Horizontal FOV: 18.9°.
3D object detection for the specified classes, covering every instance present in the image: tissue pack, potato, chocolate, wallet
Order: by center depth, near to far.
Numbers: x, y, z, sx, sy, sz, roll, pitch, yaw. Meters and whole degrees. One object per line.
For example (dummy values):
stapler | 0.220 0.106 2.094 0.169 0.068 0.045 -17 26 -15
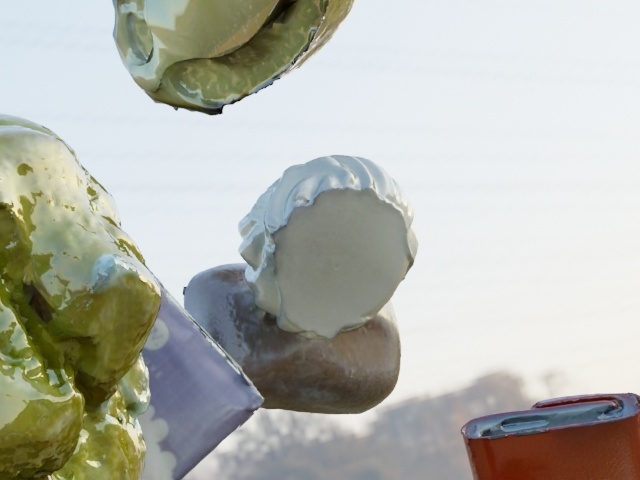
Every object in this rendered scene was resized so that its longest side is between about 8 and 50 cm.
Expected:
wallet | 0.198 0.215 1.519 0.142 0.204 0.045 -9 32 10
tissue pack | -0.252 0.167 1.697 0.344 0.242 0.125 -43 10 -7
chocolate | -0.014 0.091 1.937 0.261 0.161 0.083 2 -23 -38
potato | -0.065 -0.269 1.977 0.242 0.242 0.285 -6 -41 -46

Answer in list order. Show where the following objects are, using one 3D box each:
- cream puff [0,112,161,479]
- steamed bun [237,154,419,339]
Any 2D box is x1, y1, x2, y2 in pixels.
cream puff | -0.284 0.086 1.329 0.378 0.378 0.275 -22 -1 28
steamed bun | 0.000 0.000 1.839 0.183 0.183 0.106 -12 21 -22
